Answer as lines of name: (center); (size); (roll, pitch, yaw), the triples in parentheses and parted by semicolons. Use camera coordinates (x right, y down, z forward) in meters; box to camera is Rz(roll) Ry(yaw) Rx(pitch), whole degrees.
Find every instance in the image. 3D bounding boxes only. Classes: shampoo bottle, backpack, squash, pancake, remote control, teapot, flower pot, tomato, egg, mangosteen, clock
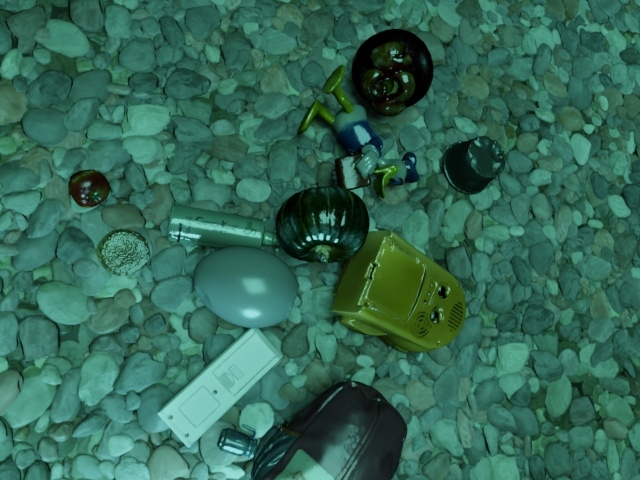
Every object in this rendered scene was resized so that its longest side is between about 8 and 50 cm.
shampoo bottle: (-0.218, -0.021, 1.168); (0.262, 0.085, 0.085); (9, 78, -15)
backpack: (0.039, 0.465, 1.099); (0.283, 0.197, 0.317); (41, 68, -4)
squash: (0.004, -0.034, 1.154); (0.218, 0.218, 0.173); (-2, 87, -16)
pancake: (-0.444, 0.025, 1.133); (0.114, 0.011, 0.115); (3, 80, -15)
remote control: (-0.220, 0.319, 1.123); (0.277, 0.055, 0.103); (-42, 93, -17)
teapot: (-0.185, 0.447, 1.120); (0.083, 0.063, 0.049); (25, 106, -13)
flower pot: (0.430, -0.213, 1.378); (0.157, 0.107, 0.158); (2, 81, -16)
tomato: (-0.510, -0.118, 1.105); (0.087, 0.087, 0.075); (-34, 63, -19)
egg: (-0.166, 0.100, 1.113); (0.231, 0.176, 0.176); (18, 76, -10)
mangosteen: (0.178, -0.417, 1.274); (0.211, 0.211, 0.250); (31, 40, -9)
clock: (0.204, 0.142, 1.216); (0.316, 0.200, 0.244); (30, 76, -18)

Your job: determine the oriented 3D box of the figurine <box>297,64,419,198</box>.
figurine: (0.124, -0.223, 1.253); (0.338, 0.204, 0.284); (25, 48, -23)
